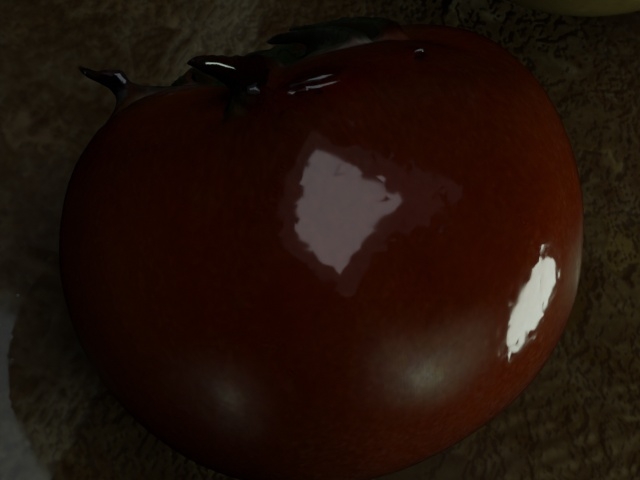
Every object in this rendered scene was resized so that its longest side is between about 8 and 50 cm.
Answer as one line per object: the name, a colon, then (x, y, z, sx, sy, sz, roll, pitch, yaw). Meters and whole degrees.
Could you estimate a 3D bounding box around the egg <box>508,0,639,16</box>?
egg: (0.162, -0.327, 0.688, 0.301, 0.301, 0.374, -7, 94, -23)

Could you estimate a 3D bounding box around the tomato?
tomato: (0.000, 0.000, 0.549, 0.255, 0.256, 0.225, -19, 96, -26)
